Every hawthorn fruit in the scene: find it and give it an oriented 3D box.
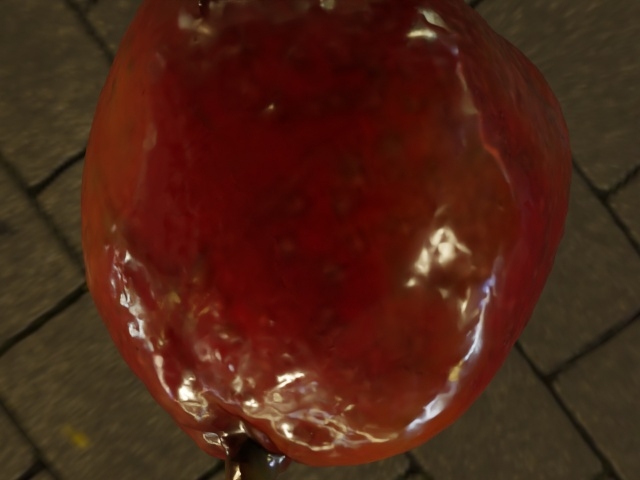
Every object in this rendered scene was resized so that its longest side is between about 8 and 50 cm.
[{"bbox_3d":[0.000,0.000,0.900,0.265,0.265,0.307,7,70,4],"label":"hawthorn fruit"}]
